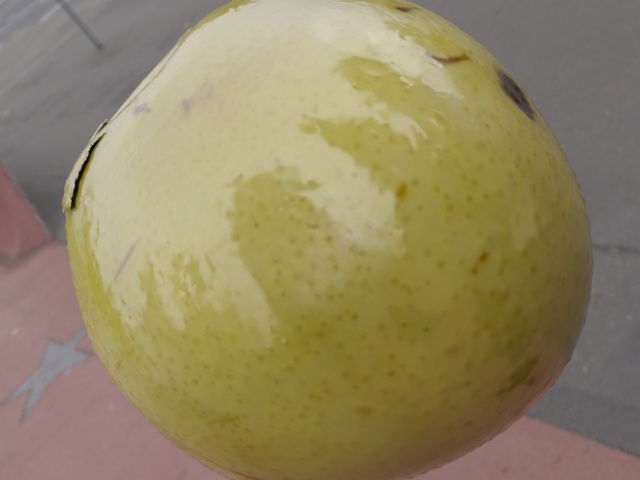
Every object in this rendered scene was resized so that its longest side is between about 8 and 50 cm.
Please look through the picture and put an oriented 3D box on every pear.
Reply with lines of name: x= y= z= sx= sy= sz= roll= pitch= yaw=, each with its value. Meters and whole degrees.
pear: x=0.000 y=0.000 z=0.719 sx=0.348 sy=0.348 sz=0.348 roll=-34 pitch=22 yaw=16
